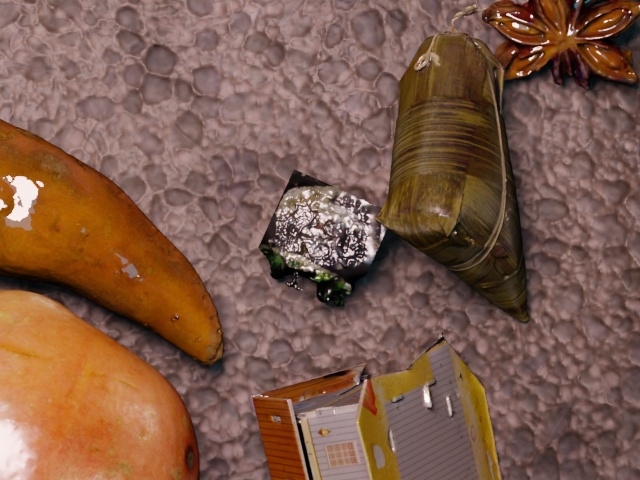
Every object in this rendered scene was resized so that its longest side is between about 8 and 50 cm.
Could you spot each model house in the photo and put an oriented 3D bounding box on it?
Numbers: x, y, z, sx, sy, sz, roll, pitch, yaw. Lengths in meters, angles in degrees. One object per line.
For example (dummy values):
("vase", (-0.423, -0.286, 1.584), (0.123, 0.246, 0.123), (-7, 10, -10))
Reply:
("model house", (0.036, 0.196, 1.364), (0.136, 0.207, 0.219), (-10, 95, 29))

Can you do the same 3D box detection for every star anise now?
("star anise", (0.216, -0.165, 1.394), (0.191, 0.070, 0.097), (4, 117, -5))

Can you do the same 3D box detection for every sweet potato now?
("sweet potato", (-0.220, -0.024, 1.349), (0.359, 0.112, 0.112), (24, 89, 0))

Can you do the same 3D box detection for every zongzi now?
("zongzi", (0.123, -0.054, 1.389), (0.084, 0.184, 0.187), (-7, 61, 35))

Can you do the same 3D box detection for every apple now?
("apple", (-0.209, 0.158, 1.289), (0.253, 0.253, 0.253), (0, 90, -3))

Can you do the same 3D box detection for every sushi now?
("sushi", (0.000, 0.000, 1.384), (0.083, 0.056, 0.085), (26, 88, -3))
